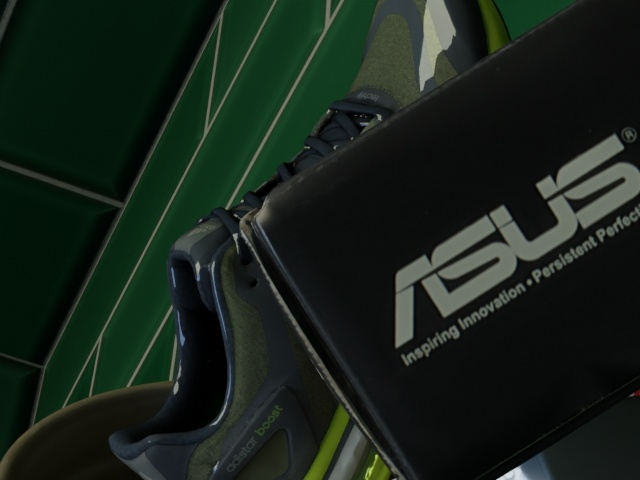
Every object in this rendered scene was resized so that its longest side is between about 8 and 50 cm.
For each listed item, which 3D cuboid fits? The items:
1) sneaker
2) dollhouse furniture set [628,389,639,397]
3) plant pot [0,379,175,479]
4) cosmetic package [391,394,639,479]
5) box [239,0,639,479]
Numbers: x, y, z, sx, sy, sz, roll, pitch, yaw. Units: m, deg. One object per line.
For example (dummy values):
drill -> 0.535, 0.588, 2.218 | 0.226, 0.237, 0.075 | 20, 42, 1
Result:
sneaker -> 0.000, 0.000, 0.800 | 0.111, 0.121, 0.300 | 1, 71, 63
dollhouse furniture set -> 0.069, 0.088, 0.859 | 0.374, 0.152, 0.201 | -2, 67, 44
plant pot -> -0.064, 0.289, 1.170 | 0.323, 0.323, 0.280 | -103, 18, -64
cosmetic package -> 0.074, 0.198, 0.614 | 0.224, 0.138, 0.224 | -34, 67, 38
box -> 0.168, -0.065, 0.548 | 0.395, 0.097, 0.318 | -33, -4, -1
